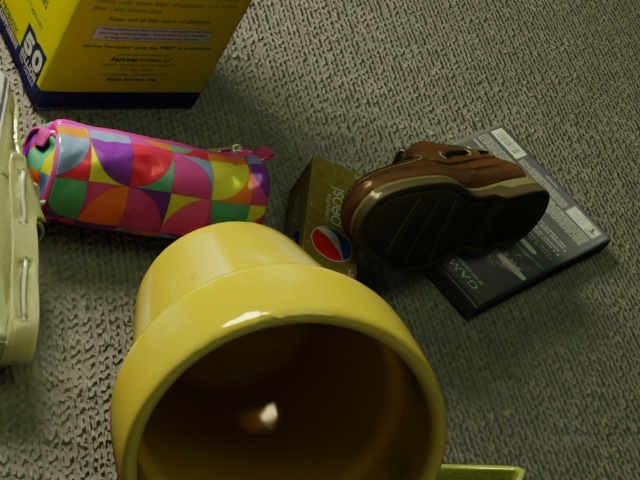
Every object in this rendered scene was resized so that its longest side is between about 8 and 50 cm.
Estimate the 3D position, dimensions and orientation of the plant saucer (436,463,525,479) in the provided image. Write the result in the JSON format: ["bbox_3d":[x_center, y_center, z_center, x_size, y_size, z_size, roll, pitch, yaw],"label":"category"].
[{"bbox_3d":[0.058,0.255,1.227,0.188,0.188,0.045,-51,131,-51],"label":"plant saucer"}]

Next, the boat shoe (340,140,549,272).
[{"bbox_3d":[0.108,-0.042,1.547,0.104,0.111,0.307,45,26,29],"label":"boat shoe"}]

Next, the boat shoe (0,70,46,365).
[{"bbox_3d":[-0.286,-0.018,1.294,0.094,0.109,0.302,16,52,-25],"label":"boat shoe"}]

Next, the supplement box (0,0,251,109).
[{"bbox_3d":[-0.173,-0.319,1.469,0.195,0.356,0.194,-4,52,-38],"label":"supplement box"}]

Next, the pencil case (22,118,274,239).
[{"bbox_3d":[-0.161,-0.054,1.411,0.236,0.104,0.104,5,47,-31],"label":"pencil case"}]

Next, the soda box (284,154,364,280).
[{"bbox_3d":[0.000,0.000,1.499,0.061,0.058,0.181,23,40,-15],"label":"soda box"}]

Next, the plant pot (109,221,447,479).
[{"bbox_3d":[-0.054,0.109,1.215,0.254,0.254,0.239,14,22,-23],"label":"plant pot"}]

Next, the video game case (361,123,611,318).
[{"bbox_3d":[0.185,-0.029,1.685,0.274,0.026,0.196,-23,65,-45],"label":"video game case"}]
